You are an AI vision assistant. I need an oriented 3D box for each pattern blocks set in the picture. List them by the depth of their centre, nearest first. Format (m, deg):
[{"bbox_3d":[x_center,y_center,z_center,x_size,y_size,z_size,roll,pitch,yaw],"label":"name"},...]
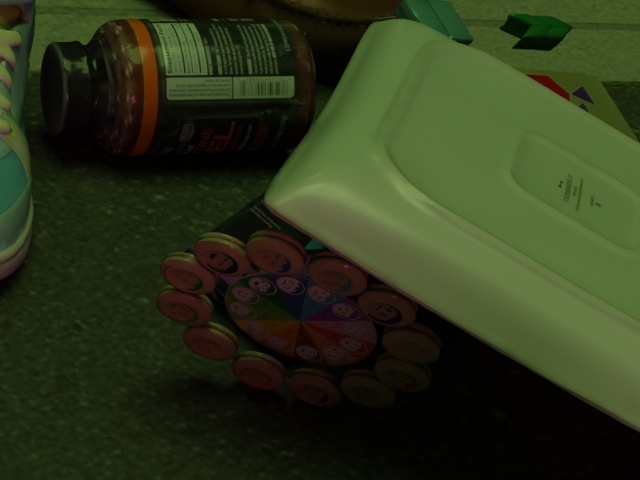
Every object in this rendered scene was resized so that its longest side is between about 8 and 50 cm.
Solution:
[{"bbox_3d":[0.186,-0.055,1.431,0.285,0.026,0.325,8,44,-29],"label":"pattern blocks set"}]

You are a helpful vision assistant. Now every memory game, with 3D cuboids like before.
[{"bbox_3d":[-0.015,0.053,1.199,0.186,0.186,0.012,16,57,5],"label":"memory game"}]

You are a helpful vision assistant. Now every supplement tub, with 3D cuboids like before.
[{"bbox_3d":[-0.110,-0.117,1.481,0.198,0.106,0.106,-3,36,-22],"label":"supplement tub"}]

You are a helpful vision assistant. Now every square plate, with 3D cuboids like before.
[{"bbox_3d":[0.156,-0.016,1.257,0.344,0.049,0.347,30,28,-1],"label":"square plate"}]

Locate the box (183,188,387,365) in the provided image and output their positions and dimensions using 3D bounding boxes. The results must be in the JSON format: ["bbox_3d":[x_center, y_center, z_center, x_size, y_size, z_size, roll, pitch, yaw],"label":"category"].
[{"bbox_3d":[0.000,0.000,1.345,0.162,0.029,0.116,-37,52,-16],"label":"box"}]

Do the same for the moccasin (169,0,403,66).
[{"bbox_3d":[-0.066,-0.267,1.682,0.380,0.147,0.139,33,38,29],"label":"moccasin"}]

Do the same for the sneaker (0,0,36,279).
[{"bbox_3d":[-0.253,-0.127,1.351,0.127,0.208,0.319,4,34,-17],"label":"sneaker"}]
